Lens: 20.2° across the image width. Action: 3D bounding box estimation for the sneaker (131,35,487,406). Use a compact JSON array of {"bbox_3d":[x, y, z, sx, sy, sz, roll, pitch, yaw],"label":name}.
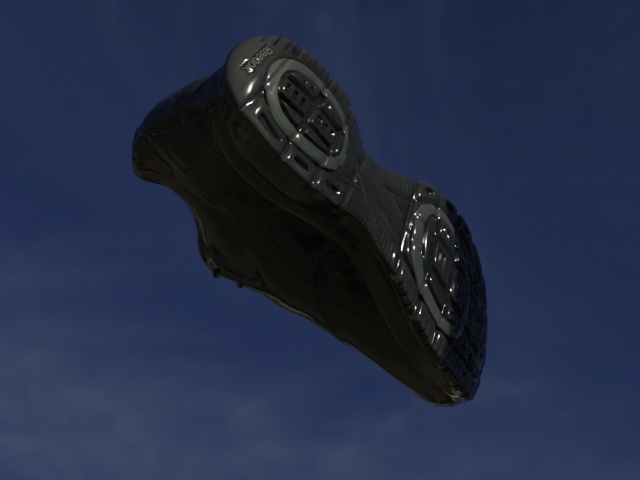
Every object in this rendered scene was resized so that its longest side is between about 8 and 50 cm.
[{"bbox_3d":[0.000,0.000,1.103,0.130,0.109,0.286,-20,-59,34],"label":"sneaker"}]
